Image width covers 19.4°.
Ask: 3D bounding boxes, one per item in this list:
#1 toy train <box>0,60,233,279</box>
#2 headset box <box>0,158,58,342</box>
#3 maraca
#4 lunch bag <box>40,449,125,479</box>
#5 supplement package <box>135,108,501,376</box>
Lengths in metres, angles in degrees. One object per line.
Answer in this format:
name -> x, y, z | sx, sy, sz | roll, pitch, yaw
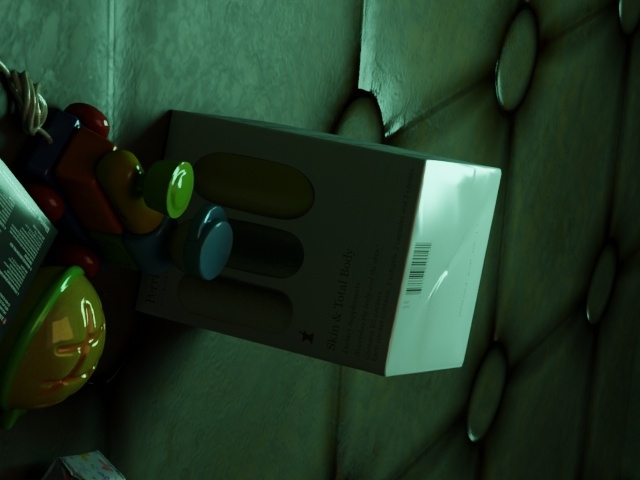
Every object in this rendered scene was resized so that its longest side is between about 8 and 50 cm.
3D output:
toy train -> -0.169, -0.056, 1.524 | 0.105, 0.143, 0.248 | -64, 153, -27
headset box -> -0.324, 0.053, 1.284 | 0.293, 0.110, 0.218 | -66, 153, -22
maraca -> -0.230, 0.088, 1.532 | 0.127, 0.099, 0.186 | -55, 174, -29
lunch bag -> -0.225, 0.230, 1.657 | 0.083, 0.053, 0.071 | -55, 160, 15
supplement package -> 0.000, 0.000, 1.769 | 0.198, 0.262, 0.199 | 2, 100, -65
